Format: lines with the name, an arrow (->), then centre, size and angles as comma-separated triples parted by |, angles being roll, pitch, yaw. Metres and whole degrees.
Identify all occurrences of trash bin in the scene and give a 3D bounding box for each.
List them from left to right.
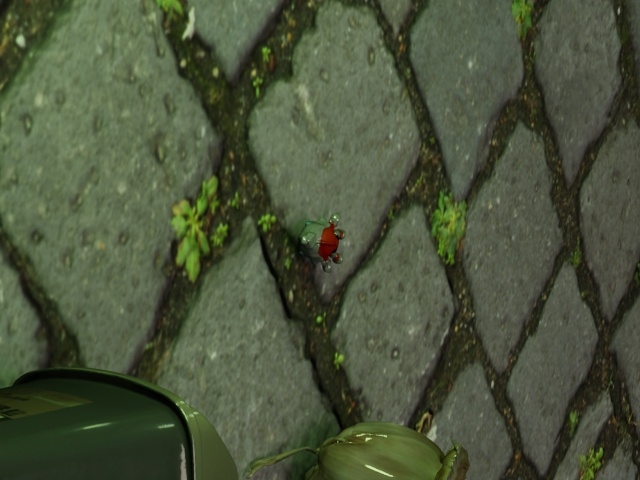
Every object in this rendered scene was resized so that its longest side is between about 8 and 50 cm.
trash bin -> -0.219, 0.196, 1.324 | 0.290, 0.209, 0.182 | -3, 98, -54

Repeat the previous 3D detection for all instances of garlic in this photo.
garlic -> 0.059, 0.262, 1.832 | 0.257, 0.207, 0.207 | 36, 67, -43

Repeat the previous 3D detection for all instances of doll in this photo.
doll -> -0.001, -0.001, 1.801 | 0.057, 0.039, 0.114 | -54, 160, 9
